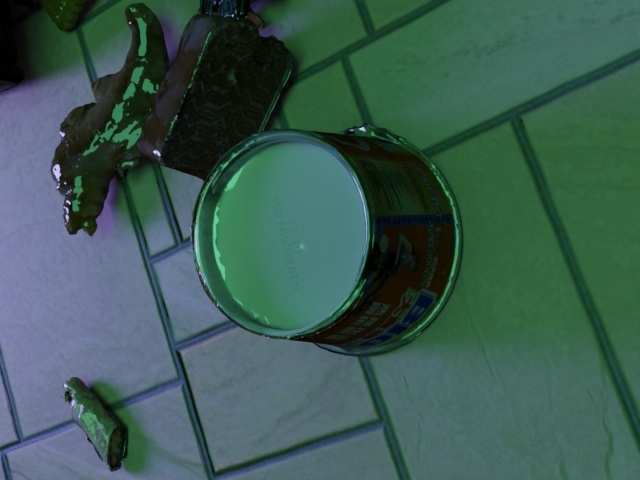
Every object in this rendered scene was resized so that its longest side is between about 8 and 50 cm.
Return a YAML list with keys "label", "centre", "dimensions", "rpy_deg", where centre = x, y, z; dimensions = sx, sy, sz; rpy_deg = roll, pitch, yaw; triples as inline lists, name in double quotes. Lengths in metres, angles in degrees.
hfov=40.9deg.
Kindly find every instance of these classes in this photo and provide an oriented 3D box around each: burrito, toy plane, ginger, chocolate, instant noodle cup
- label: "burrito"
  centre: [-0.330, 0.266, 1.259]
  dimensions: [0.149, 0.041, 0.055]
  rpy_deg: [49, 122, 16]
- label: "toy plane"
  centre: [-0.117, -0.366, 1.160]
  dimensions: [0.130, 0.061, 0.189]
  rpy_deg: [-9, 84, 27]
- label: "ginger"
  centre: [-0.291, -0.160, 1.237]
  dimensions: [0.166, 0.080, 0.333]
  rpy_deg: [38, 98, 8]
- label: "chocolate"
  centre: [-0.140, -0.188, 1.120]
  dimensions: [0.093, 0.148, 0.214]
  rpy_deg: [32, 100, 41]
- label: "instant noodle cup"
  centre: [0.000, 0.000, 1.003]
  dimensions: [0.296, 0.214, 0.297]
  rpy_deg: [-1, 88, 26]

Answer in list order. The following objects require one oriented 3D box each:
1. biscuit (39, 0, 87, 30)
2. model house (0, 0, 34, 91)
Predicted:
- label: "biscuit"
  centre: [-0.374, -0.456, 1.270]
  dimensions: [0.172, 0.029, 0.254]
  rpy_deg: [54, 129, 19]
- label: "model house"
  centre: [-0.609, -0.362, 1.283]
  dimensions: [0.297, 0.317, 0.283]
  rpy_deg: [-6, 89, 19]
